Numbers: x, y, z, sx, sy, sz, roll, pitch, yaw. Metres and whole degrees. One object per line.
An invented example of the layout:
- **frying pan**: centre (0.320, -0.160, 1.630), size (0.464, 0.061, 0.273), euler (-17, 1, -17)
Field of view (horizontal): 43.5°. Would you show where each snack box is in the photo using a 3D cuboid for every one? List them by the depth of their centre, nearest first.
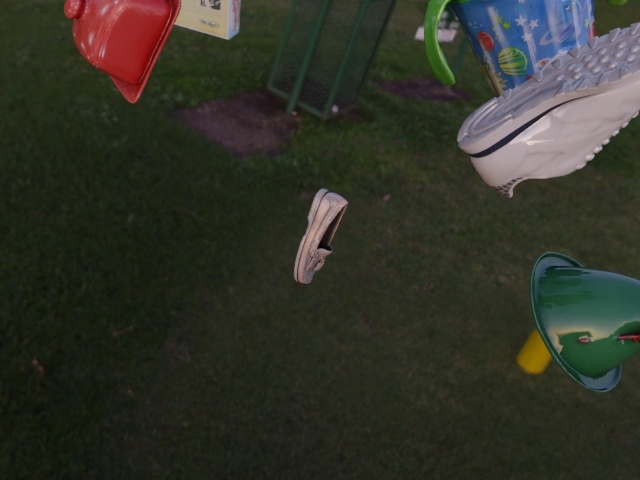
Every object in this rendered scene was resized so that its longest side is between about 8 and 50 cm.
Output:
- **snack box**: centre (-0.342, -0.611, 1.901), size (0.322, 0.187, 0.060), euler (19, 39, 14)

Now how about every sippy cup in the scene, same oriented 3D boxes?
- **sippy cup**: centre (0.326, -0.341, 1.252), size (0.305, 0.224, 0.240), euler (-12, 24, 22)

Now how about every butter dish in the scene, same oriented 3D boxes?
- **butter dish**: centre (-0.275, -0.288, 1.042), size (0.118, 0.160, 0.160), euler (11, 30, -43)

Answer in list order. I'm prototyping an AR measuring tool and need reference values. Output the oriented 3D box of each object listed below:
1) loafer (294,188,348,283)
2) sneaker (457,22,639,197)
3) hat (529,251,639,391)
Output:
- **loafer**: centre (0.000, 0.000, 0.984), size (0.039, 0.125, 0.045), euler (22, 20, 18)
- **sneaker**: centre (0.253, -0.124, 0.781), size (0.095, 0.235, 0.090), euler (49, 36, -23)
- **hat**: centre (0.371, 0.069, 0.901), size (0.208, 0.183, 0.173), euler (24, 54, -34)
